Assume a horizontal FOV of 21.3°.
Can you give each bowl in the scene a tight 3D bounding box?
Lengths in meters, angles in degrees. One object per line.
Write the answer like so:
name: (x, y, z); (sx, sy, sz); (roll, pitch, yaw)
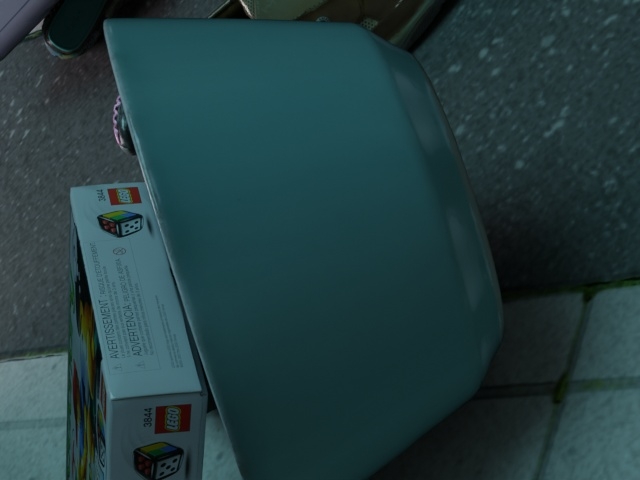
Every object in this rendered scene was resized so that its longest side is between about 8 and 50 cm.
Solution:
bowl: (0.000, 0.000, 0.972); (0.163, 0.311, 0.311); (-18, 36, -3)

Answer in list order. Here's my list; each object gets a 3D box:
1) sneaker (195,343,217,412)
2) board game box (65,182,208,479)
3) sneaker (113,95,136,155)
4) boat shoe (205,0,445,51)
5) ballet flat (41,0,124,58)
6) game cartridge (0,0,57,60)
sneaker: (-0.126, 0.080, 1.213); (0.106, 0.078, 0.234); (-51, 29, 7)
board game box: (-0.112, 0.146, 0.981); (0.193, 0.053, 0.305); (-111, 23, -54)
sneaker: (-0.132, -0.124, 1.449); (0.057, 0.047, 0.119); (9, 66, 41)
boat shoe: (-0.014, -0.171, 1.275); (0.324, 0.116, 0.123); (-45, 33, 10)
ballet flat: (-0.208, -0.256, 1.653); (0.188, 0.070, 0.070); (-53, 32, -8)
game cartridge: (-0.241, -0.307, 1.626); (0.196, 0.060, 0.294); (-22, 37, 54)
